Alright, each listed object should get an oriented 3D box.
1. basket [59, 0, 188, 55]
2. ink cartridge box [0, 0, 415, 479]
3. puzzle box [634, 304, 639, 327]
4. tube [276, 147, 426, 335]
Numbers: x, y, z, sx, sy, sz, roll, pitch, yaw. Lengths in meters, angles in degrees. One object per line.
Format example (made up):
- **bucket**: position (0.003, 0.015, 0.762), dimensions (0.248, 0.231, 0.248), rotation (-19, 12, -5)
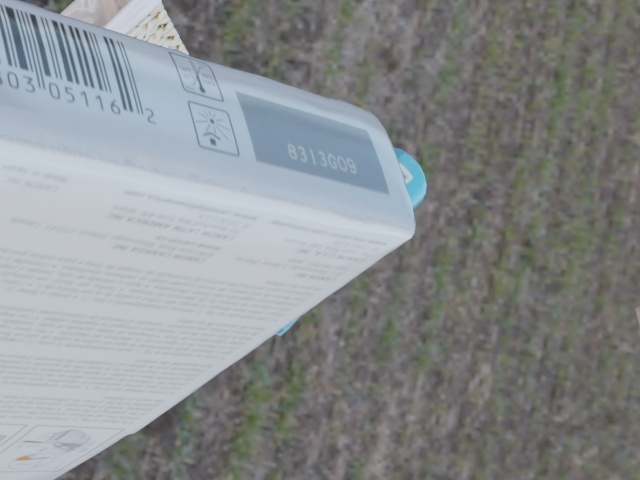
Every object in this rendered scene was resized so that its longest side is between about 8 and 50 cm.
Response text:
- **basket**: position (-0.243, -0.201, 1.511), dimensions (0.167, 0.113, 0.103), rotation (-47, 127, -17)
- **ink cartridge box**: position (-0.189, 0.034, 0.720), dimensions (0.308, 0.385, 0.091), rotation (11, 53, -46)
- **puzzle box**: position (0.355, 0.226, 0.872), dimensions (0.052, 0.272, 0.409), rotation (-35, 125, -16)
- **tube**: position (0.000, 0.000, 0.945), dimensions (0.207, 0.080, 0.052), rotation (-39, 131, -44)
